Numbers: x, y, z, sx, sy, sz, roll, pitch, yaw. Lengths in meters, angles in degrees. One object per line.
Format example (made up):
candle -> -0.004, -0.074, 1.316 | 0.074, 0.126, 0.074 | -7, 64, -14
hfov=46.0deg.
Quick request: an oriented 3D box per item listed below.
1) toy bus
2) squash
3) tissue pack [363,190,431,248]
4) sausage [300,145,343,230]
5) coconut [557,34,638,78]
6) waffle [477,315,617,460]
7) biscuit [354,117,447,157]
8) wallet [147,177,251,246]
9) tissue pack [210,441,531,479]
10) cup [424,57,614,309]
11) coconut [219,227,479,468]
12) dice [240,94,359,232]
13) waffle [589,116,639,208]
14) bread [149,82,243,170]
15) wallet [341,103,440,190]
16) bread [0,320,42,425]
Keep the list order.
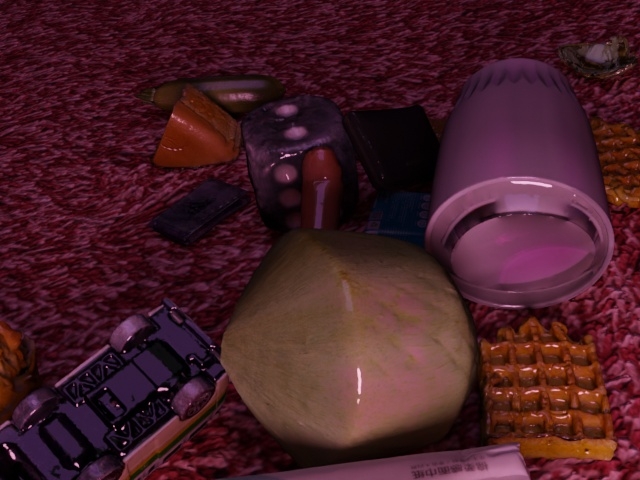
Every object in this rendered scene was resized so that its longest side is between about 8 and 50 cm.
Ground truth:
toy bus -> -0.263, 0.237, 0.940 | 0.143, 0.179, 0.305 | 40, 58, 17
squash -> -0.244, -0.312, 1.636 | 0.340, 0.094, 0.094 | -1, 42, 6
tissue pack -> 0.133, 0.000, 1.207 | 0.120, 0.082, 0.169 | 5, 43, 15
sausage -> 0.001, 0.000, 1.157 | 0.078, 0.078, 0.304 | -3, 69, 8
coconut -> 0.586, -0.379, 1.571 | 0.133, 0.055, 0.158 | -33, 48, -26
waffle -> 0.284, 0.184, 0.989 | 0.160, 0.055, 0.211 | -2, 42, 7
biscuit -> 0.156, -0.200, 1.474 | 0.236, 0.026, 0.131 | 5, 41, 17
wallet -> -0.220, -0.054, 1.379 | 0.111, 0.030, 0.166 | 21, 48, 37
tissue pack -> 0.052, 0.358, 0.727 | 0.356, 0.194, 0.266 | -8, 35, 2
cup -> 0.299, -0.095, 1.151 | 0.253, 0.253, 0.372 | 2, 43, 13
coconut -> 0.028, 0.125, 0.938 | 0.328, 0.281, 0.328 | 14, 57, -22
dice -> -0.037, -0.135, 1.319 | 0.181, 0.182, 0.183 | -14, 40, -3
waffle -> 0.537, -0.135, 1.303 | 0.237, 0.059, 0.243 | 21, 48, 29
bread -> -0.261, -0.202, 1.540 | 0.160, 0.169, 0.140 | -38, 28, 33
wallet -> 0.140, -0.164, 1.305 | 0.044, 0.149, 0.250 | -29, -8, 36
bread -> -0.555, 0.214, 0.969 | 0.358, 0.204, 0.337 | -28, 34, -2
